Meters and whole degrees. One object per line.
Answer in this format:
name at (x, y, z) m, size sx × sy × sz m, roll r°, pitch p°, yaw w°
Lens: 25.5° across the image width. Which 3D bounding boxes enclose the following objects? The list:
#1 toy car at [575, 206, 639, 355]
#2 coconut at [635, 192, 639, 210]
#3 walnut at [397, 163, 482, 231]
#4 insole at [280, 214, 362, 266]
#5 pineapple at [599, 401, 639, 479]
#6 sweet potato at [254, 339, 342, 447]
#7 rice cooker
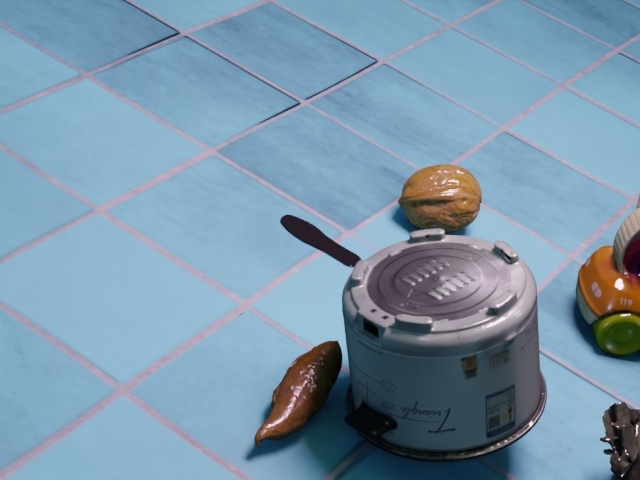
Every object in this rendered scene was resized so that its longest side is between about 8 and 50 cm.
toy car at (0.479, 0.045, 1.933) m, size 0.235 × 0.235 × 0.145 m, roll 11°, pitch 35°, yaw -9°
coconut at (0.579, -0.032, 2.106) m, size 0.197 × 0.237 × 0.237 m, roll 26°, pitch 33°, yaw -11°
walnut at (0.173, -0.060, 2.055) m, size 0.124 × 0.105 × 0.105 m, roll 1°, pitch 36°, yaw -4°
insole at (0.000, 0.000, 1.971) m, size 0.135 × 0.002 × 0.045 m, roll 31°, pitch 37°, yaw 19°
pineapple at (0.406, 0.307, 1.590) m, size 0.170 × 0.141 × 0.310 m, roll 40°, pitch 12°, yaw -39°
sweet potato at (-0.025, 0.181, 1.660) m, size 0.068 × 0.060 × 0.206 m, roll -10°, pitch 23°, yaw 30°
rice cooker at (0.142, 0.131, 1.653) m, size 0.280 × 0.227 × 0.241 m, roll -31°, pitch 38°, yaw -33°
